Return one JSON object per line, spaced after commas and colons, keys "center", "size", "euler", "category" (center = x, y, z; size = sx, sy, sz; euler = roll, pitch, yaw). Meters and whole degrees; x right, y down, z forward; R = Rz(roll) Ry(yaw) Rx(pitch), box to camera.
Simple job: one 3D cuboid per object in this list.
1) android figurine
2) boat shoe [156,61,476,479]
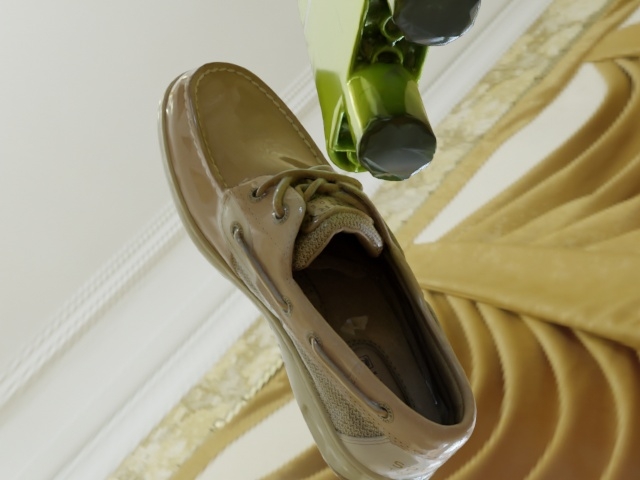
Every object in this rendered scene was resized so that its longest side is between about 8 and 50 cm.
{"center": [0.032, -0.166, 0.617], "size": [0.056, 0.273, 0.248], "euler": [3, -50, -11], "category": "android figurine"}
{"center": [0.000, 0.000, 0.730], "size": [0.121, 0.110, 0.341], "euler": [-21, -110, -31], "category": "boat shoe"}
